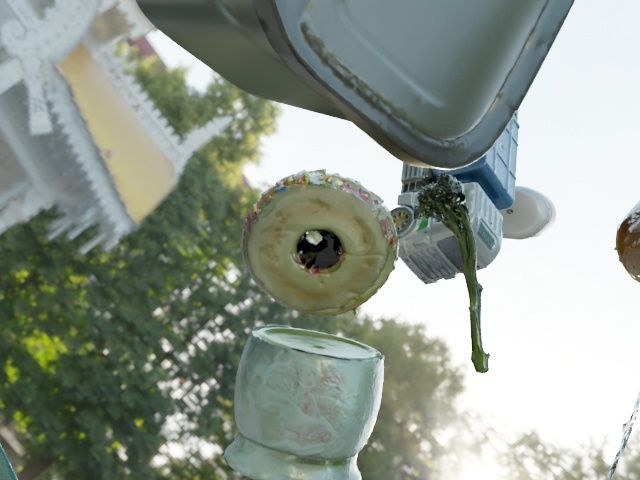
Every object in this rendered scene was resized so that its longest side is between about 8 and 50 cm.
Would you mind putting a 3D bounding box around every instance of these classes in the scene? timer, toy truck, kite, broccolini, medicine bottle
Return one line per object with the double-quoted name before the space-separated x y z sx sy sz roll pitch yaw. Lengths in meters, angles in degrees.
"timer" 0.350 -0.045 1.759 0.136 0.099 0.136 17 -1 0
"toy truck" 0.211 -0.117 1.602 0.175 0.367 0.146 -11 -36 32
"kite" 0.481 0.276 1.552 0.009 0.232 0.189 19 6 23
"broccolini" 0.140 0.028 0.946 0.054 0.052 0.194 -14 -84 41
"medicine bottle" -0.016 0.169 1.007 0.147 0.143 0.147 11 5 -1

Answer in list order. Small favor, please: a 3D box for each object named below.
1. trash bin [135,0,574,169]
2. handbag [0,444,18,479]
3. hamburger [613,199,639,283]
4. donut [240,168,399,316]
"trash bin" 0.013 -0.180 0.641 0.219 0.220 0.250 34 -9 -34
"handbag" -0.212 0.260 0.624 0.274 0.100 0.269 59 -31 20
"hamburger" 0.503 -0.023 1.231 0.286 0.243 0.146 -29 -71 36
"donut" 0.000 0.000 1.078 0.175 0.174 0.068 55 17 -19
